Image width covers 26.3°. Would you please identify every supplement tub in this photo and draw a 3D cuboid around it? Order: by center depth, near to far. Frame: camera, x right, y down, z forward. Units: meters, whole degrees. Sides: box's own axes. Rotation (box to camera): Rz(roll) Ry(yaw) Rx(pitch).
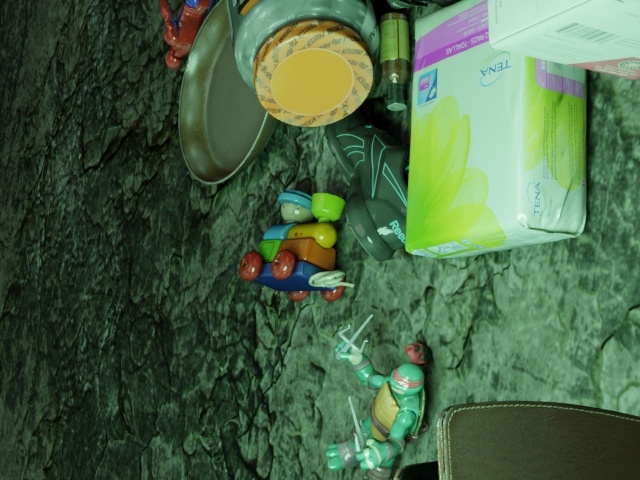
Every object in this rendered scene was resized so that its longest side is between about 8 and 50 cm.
[{"bbox_3d":[-0.028,-0.307,1.830,0.193,0.193,0.316,-55,31,35],"label":"supplement tub"}]

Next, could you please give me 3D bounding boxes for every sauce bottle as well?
[{"bbox_3d":[0.097,-0.233,1.793,0.042,0.042,0.128,-23,61,54],"label":"sauce bottle"}]

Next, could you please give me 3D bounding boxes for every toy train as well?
[{"bbox_3d":[0.000,0.000,1.846,0.248,0.105,0.143,-4,65,57],"label":"toy train"}]

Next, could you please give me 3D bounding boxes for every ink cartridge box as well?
[{"bbox_3d":[0.323,-0.253,1.281,0.283,0.207,0.117,-17,70,55],"label":"ink cartridge box"}]

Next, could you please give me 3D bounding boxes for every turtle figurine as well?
[{"bbox_3d":[0.071,0.213,1.650,0.175,0.118,0.234,-98,17,-50],"label":"turtle figurine"}]

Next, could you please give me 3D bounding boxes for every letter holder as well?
[{"bbox_3d":[0.191,0.266,1.267,0.152,0.302,0.214,-24,62,54],"label":"letter holder"}]

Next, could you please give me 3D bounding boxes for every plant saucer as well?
[{"bbox_3d":[-0.132,-0.238,2.153,0.310,0.050,0.310,-20,66,55],"label":"plant saucer"}]

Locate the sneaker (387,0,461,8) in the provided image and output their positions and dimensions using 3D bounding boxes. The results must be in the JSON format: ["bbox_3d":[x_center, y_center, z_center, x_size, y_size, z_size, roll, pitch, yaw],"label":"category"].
[{"bbox_3d":[0.128,-0.330,1.742,0.106,0.078,0.234,-66,31,28],"label":"sneaker"}]

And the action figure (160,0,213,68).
[{"bbox_3d":[-0.213,-0.426,2.294,0.139,0.091,0.280,48,121,44],"label":"action figure"}]

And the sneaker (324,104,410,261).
[{"bbox_3d":[0.081,-0.090,1.758,0.106,0.101,0.267,-31,46,17],"label":"sneaker"}]

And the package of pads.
[{"bbox_3d":[0.200,-0.135,1.550,0.229,0.101,0.296,-13,72,58],"label":"package of pads"}]
